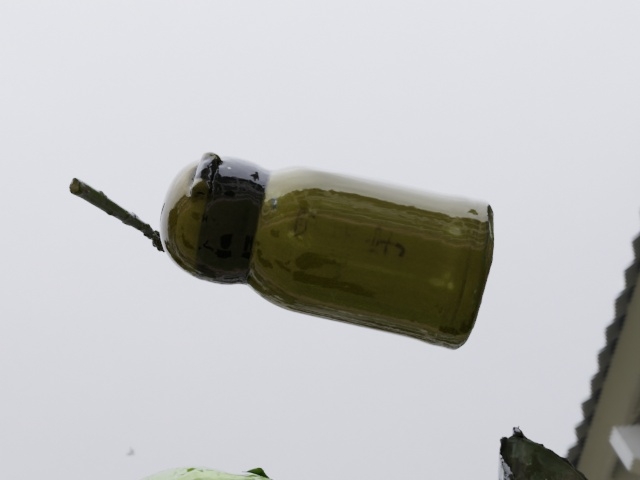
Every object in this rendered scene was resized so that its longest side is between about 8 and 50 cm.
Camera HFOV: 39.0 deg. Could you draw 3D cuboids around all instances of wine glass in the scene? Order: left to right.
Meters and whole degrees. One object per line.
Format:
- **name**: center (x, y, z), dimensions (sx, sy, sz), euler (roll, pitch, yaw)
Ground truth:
- **wine glass**: center (0.177, 0.330, 0.919), dimensions (0.156, 0.156, 0.232), euler (25, -69, -26)

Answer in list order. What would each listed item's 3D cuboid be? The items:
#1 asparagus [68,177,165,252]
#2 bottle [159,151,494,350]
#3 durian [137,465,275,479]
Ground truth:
- **asparagus**: center (-0.269, -0.031, 1.242), dimensions (0.025, 0.024, 0.248), euler (-34, -26, 5)
- **bottle**: center (0.000, 0.000, 0.991), dimensions (0.351, 0.171, 0.171), euler (13, -60, 0)
- **durian**: center (-0.092, 0.224, 0.584), dimensions (0.139, 0.101, 0.250), euler (18, -62, -2)
